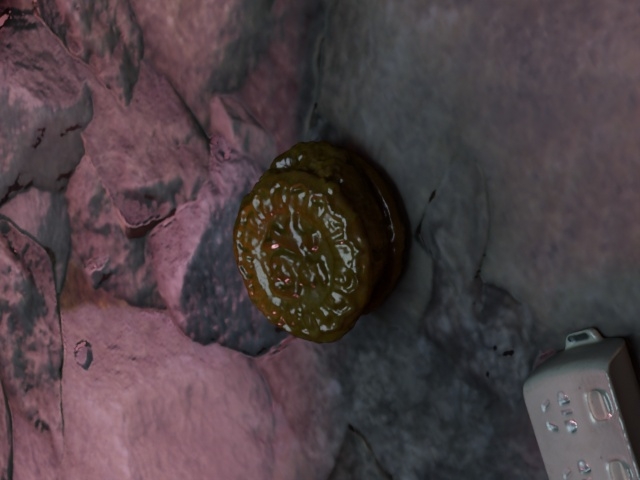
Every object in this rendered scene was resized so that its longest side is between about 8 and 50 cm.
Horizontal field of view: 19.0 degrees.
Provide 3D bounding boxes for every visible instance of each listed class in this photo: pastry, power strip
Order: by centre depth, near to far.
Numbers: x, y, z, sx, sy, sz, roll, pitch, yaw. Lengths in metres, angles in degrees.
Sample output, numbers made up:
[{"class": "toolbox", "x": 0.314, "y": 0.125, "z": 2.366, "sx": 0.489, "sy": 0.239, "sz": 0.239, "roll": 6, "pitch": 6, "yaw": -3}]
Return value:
[{"class": "power strip", "x": 0.159, "y": 0.168, "z": 0.943, "sx": 0.060, "sy": 0.027, "sz": 0.253, "roll": -20, "pitch": 86, "yaw": 48}, {"class": "pastry", "x": 0.000, "y": 0.000, "z": 1.047, "sx": 0.097, "sy": 0.057, "sz": 0.109, "roll": -18, "pitch": 90, "yaw": 43}]
